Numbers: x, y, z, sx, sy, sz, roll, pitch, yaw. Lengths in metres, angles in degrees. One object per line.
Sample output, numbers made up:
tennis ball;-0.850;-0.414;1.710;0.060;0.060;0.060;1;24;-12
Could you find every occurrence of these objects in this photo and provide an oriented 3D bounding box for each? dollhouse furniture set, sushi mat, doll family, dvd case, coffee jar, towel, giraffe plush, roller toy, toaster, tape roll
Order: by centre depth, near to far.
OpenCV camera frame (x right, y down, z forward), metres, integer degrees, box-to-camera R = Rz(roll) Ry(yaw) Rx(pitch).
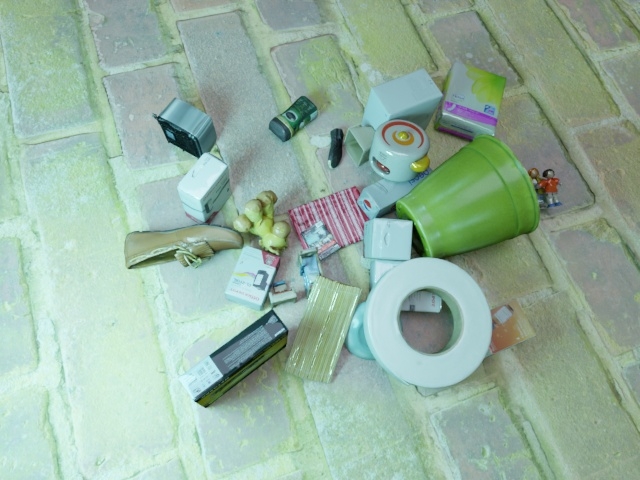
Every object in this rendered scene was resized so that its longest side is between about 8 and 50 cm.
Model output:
tape roll;0.323;0.247;1.505;0.391;0.072;0.393;2;77;-7
sushi mat;0.007;0.274;1.524;0.151;0.019;0.317;19;90;-12
dollhouse furniture set;-0.084;0.120;1.592;0.183;0.129;0.130;-13;70;-11
giraffe plush;-0.173;-0.037;1.625;0.170;0.210;0.181;42;45;6
dvd case;0.000;0.000;1.686;0.087;0.013;0.120;-33;78;-14
roller toy;0.268;-0.309;1.689;0.190;0.146;0.210;4;54;-3
towel;0.045;-0.063;1.734;0.274;0.031;0.199;-20;73;-11
toaster;-0.467;-0.391;1.734;0.167;0.186;0.110;28;72;7
doll family;0.740;-0.185;1.818;0.262;0.118;0.163;-10;87;-5
coffee jar;-0.102;-0.450;1.851;0.096;0.079;0.184;44;70;9

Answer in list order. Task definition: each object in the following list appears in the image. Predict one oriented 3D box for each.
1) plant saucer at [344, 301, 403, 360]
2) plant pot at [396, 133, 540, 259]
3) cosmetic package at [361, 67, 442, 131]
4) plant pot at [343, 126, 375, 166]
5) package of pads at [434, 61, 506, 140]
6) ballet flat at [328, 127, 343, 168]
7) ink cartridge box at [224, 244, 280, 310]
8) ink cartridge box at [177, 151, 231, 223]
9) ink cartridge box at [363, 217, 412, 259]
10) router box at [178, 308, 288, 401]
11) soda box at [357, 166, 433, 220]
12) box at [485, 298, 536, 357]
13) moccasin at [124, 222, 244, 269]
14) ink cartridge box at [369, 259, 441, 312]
plant saucer;0.165;0.287;1.550;0.194;0.037;0.195;-1;98;-4
plant pot;0.455;-0.107;1.649;0.352;0.366;0.367;-27;72;-3
cosmetic package;0.289;-0.477;1.822;0.224;0.224;0.138;-25;73;-15
plant pot;0.159;-0.356;1.825;0.096;0.109;0.109;-25;72;-19
package of pads;0.582;-0.539;1.945;0.228;0.101;0.297;19;66;1
ballet flat;0.052;-0.339;1.846;0.049;0.057;0.173;-8;60;35
ink cartridge box;-0.217;0.123;1.608;0.127;0.072;0.175;19;67;1
ink cartridge box;-0.375;-0.163;1.630;0.092;0.218;0.159;30;68;7
ink cartridge box;0.216;-0.001;1.628;0.127;0.176;0.128;3;89;-4
router box;-0.237;0.344;1.424;0.308;0.243;0.081;-35;75;-17
soda box;0.272;-0.179;1.752;0.286;0.091;0.098;-28;73;-24
box;0.578;0.288;1.610;0.170;0.091;0.130;-20;71;-13
moccasin;-0.435;0.031;1.589;0.379;0.139;0.147;-4;69;-7
ink cartridge box;0.274;0.150;1.619;0.219;0.092;0.161;4;82;-5
